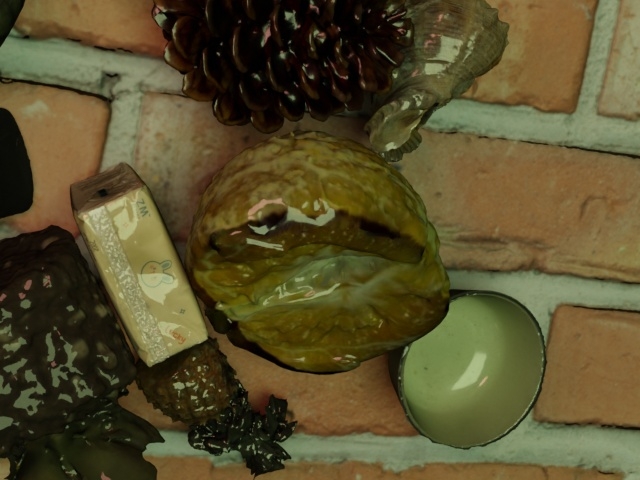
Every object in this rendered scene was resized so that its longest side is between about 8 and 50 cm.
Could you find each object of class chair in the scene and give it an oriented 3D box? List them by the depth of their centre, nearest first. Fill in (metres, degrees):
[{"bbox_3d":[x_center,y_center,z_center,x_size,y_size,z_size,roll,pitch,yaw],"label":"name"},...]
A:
[{"bbox_3d":[-0.430,-0.058,1.270,0.145,0.221,0.140,0,109,24],"label":"chair"}]

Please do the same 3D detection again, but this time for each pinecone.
[{"bbox_3d":[-0.030,-0.237,1.273,0.246,0.292,0.246,-10,103,-51],"label":"pinecone"}]

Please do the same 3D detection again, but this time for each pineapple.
[{"bbox_3d":[-0.117,0.204,1.449,0.119,0.111,0.237,-26,124,21],"label":"pineapple"}]

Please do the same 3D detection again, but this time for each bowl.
[{"bbox_3d":[0.176,0.151,1.532,0.211,0.112,0.211,-5,106,-18],"label":"bowl"}]

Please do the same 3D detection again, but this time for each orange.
[{"bbox_3d":[0.000,0.000,1.349,0.270,0.210,0.369,-8,146,14],"label":"orange"}]

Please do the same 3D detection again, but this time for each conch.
[{"bbox_3d":[0.122,-0.190,1.393,0.245,0.163,0.178,-57,143,-22],"label":"conch"}]

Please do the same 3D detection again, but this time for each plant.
[{"bbox_3d":[-0.309,0.160,1.308,0.215,0.213,0.312,-27,114,-16],"label":"plant"}]

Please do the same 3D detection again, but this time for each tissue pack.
[{"bbox_3d":[-0.206,0.024,1.343,0.092,0.148,0.196,-23,111,-9],"label":"tissue pack"}]

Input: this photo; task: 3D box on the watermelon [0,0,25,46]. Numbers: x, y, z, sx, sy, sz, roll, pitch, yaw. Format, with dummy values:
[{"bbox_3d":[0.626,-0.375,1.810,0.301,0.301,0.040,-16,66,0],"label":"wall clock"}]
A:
[{"bbox_3d":[-0.447,-0.293,1.104,0.359,0.279,0.279,25,94,-29],"label":"watermelon"}]
